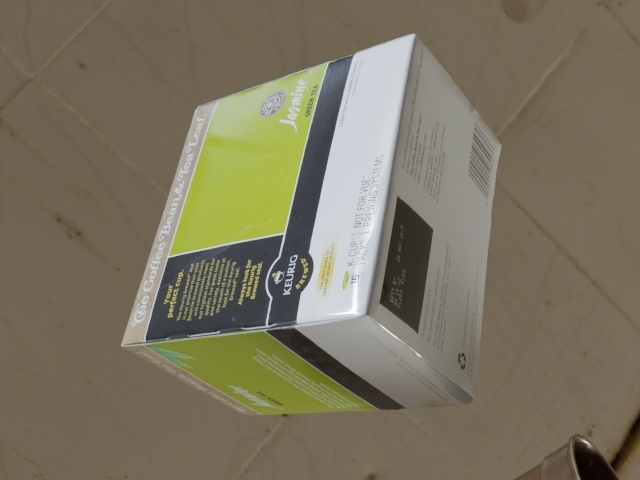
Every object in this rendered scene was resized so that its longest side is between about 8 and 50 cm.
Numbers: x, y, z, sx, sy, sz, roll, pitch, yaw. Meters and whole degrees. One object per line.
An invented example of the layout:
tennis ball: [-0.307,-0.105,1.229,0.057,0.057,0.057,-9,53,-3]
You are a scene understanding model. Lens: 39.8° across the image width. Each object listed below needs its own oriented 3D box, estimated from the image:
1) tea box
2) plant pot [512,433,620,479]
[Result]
tea box: [0.000,0.000,0.985,0.220,0.323,0.329,41,-129,-42]
plant pot: [0.241,0.317,0.939,0.167,0.165,0.167,44,-155,-27]
